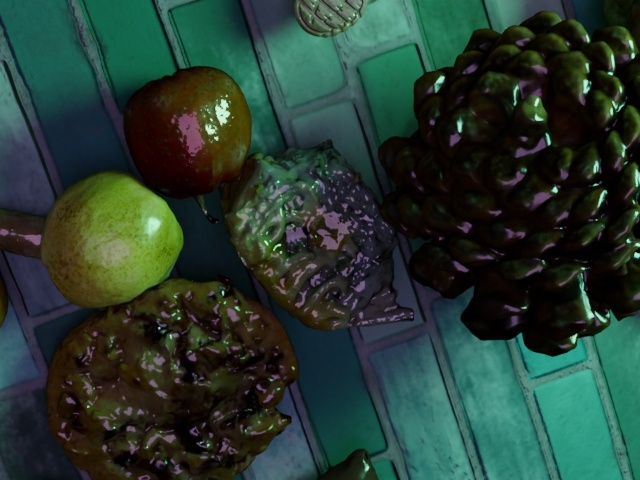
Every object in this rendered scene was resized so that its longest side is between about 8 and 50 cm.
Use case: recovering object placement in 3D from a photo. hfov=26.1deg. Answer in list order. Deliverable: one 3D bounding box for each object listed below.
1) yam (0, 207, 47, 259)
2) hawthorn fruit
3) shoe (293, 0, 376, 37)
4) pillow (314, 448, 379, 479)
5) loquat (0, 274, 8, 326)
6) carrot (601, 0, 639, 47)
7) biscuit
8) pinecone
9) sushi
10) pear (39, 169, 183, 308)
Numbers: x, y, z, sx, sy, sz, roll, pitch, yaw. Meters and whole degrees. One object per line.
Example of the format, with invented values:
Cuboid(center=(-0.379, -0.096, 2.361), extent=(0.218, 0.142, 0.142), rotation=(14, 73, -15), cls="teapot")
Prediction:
Cuboid(center=(-0.468, -0.037, 1.705), extent=(0.300, 0.066, 0.066), rotation=(16, 98, -13), cls="yam")
Cuboid(center=(-0.156, -0.113, 1.684), extent=(0.157, 0.157, 0.194), rotation=(-11, 98, -6), cls="hawthorn fruit")
Cuboid(center=(0.041, -0.327, 1.709), extent=(0.180, 0.092, 0.089), rotation=(-39, 100, 4), cls="shoe")
Cuboid(center=(0.002, 0.477, 1.849), extent=(0.305, 0.108, 0.308), rotation=(-31, 104, -3), cls="pillow")
Cuboid(center=(-0.453, 0.068, 1.690), extent=(0.141, 0.141, 0.141), rotation=(-2, 101, -8), cls="loquat")
Cuboid(center=(0.529, -0.295, 1.717), extent=(0.341, 0.224, 0.224), rotation=(7, 100, -13), cls="carrot")
Cuboid(center=(-0.188, 0.198, 1.758), extent=(0.334, 0.081, 0.289), rotation=(-37, 103, 13), cls="biscuit")
Cuboid(center=(0.273, -0.053, 1.655), extent=(0.398, 0.398, 0.397), rotation=(-2, 101, -8), cls="pinecone")
Cuboid(center=(0.000, 0.000, 1.740), extent=(0.184, 0.139, 0.274), rotation=(-37, 107, 3), cls="sushi")
Cuboid(center=(-0.258, 0.004, 1.686), extent=(0.178, 0.178, 0.178), rotation=(-2, 101, -8), cls="pear")
